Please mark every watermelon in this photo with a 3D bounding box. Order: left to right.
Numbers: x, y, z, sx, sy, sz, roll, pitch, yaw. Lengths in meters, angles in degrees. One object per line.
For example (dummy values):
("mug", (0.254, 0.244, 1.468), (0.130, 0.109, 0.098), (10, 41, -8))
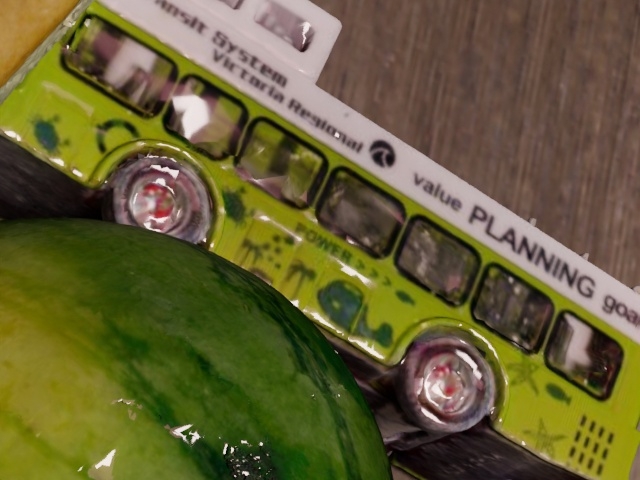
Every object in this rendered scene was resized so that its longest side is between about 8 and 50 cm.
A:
("watermelon", (-0.093, 0.110, 0.605), (0.242, 0.242, 0.242), (7, 71, -21))

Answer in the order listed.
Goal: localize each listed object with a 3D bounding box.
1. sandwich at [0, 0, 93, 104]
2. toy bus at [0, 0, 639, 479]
("sandwich", (-0.146, -0.075, 0.616), (0.087, 0.226, 0.251), (44, 66, -15))
("toy bus", (0.000, 0.000, 0.754), (0.301, 0.113, 0.139), (32, 64, -14))
